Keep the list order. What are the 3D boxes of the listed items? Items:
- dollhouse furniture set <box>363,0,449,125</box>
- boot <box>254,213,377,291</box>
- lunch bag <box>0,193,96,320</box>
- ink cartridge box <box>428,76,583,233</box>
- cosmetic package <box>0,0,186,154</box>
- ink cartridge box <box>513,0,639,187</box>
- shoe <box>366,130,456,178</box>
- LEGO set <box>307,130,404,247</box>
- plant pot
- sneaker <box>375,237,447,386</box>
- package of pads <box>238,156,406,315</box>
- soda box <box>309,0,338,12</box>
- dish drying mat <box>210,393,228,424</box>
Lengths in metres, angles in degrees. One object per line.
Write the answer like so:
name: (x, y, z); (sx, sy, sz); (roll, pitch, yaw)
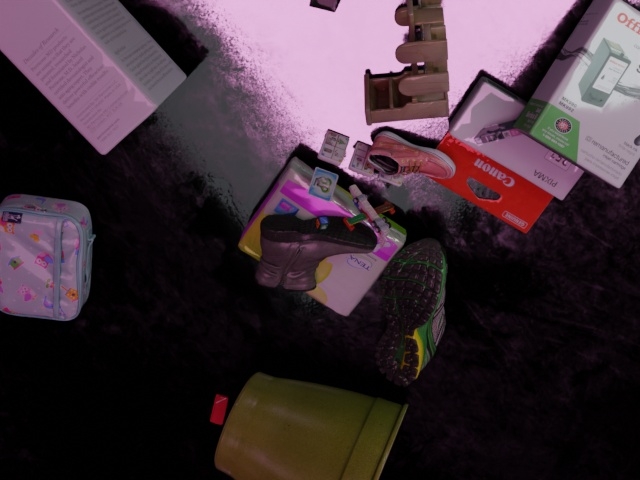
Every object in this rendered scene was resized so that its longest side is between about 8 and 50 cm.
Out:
dollhouse furniture set: (0.153, -0.344, 1.677); (0.161, 0.212, 0.242); (-4, 141, 7)
boot: (-0.011, 0.034, 1.837); (0.247, 0.083, 0.161); (6, 125, 3)
lunch bag: (-0.616, 0.037, 1.989); (0.224, 0.108, 0.279); (9, 115, 3)
ink cartridge box: (0.376, -0.160, 1.814); (0.275, 0.060, 0.239); (29, 113, -7)
cosmetic package: (-0.488, -0.406, 1.709); (0.161, 0.230, 0.453); (-37, 105, 21)
ink cartridge box: (0.534, -0.278, 1.672); (0.211, 0.121, 0.289); (29, 100, -8)
shoe: (0.181, -0.154, 1.809); (0.178, 0.081, 0.063); (25, 137, 5)
LEGO set: (0.065, -0.095, 1.797); (0.182, 0.244, 0.060); (20, 141, -4)
plant pot: (-0.034, 0.471, 2.013); (0.353, 0.366, 0.366); (21, 115, 9)
sneaker: (0.206, 0.139, 1.927); (0.134, 0.146, 0.343); (26, 125, 25)
package of pads: (0.000, 0.000, 1.905); (0.296, 0.101, 0.229); (33, 113, -8)
soda box: (0.023, -0.522, 1.689); (0.053, 0.060, 0.169); (14, 115, 1)
dish drying mat: (-0.245, 0.409, 2.169); (0.032, 0.008, 0.083); (15, 115, -1)
